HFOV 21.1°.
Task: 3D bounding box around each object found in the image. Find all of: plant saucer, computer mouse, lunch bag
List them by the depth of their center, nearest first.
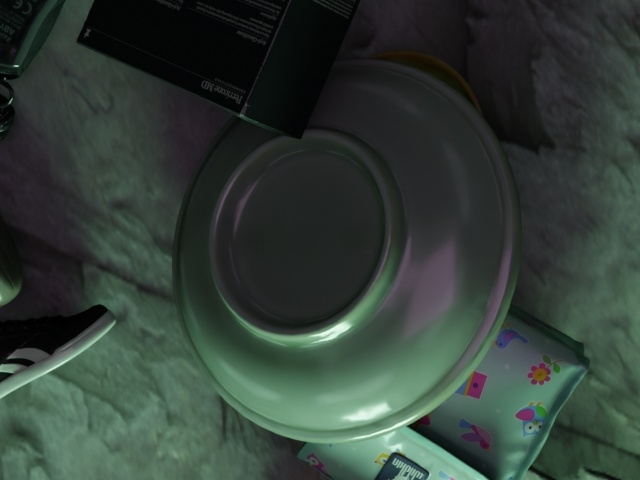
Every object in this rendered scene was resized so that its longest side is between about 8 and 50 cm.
[{"bbox_3d":[0.000,0.000,1.722,0.401,0.100,0.400,-7,76,28],"label":"plant saucer"},{"bbox_3d":[0.124,0.177,1.802,0.223,0.160,0.262,30,98,1],"label":"lunch bag"},{"bbox_3d":[-0.343,-0.259,1.818,0.188,0.072,0.272,36,104,-1],"label":"computer mouse"}]

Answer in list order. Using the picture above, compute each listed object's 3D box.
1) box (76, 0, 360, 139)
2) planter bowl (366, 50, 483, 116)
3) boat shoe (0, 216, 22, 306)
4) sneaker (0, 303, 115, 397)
[{"bbox_3d":[-0.102,-0.233,1.730,0.261,0.103,0.184,27,93,39],"label":"box"},{"bbox_3d":[0.091,-0.082,1.798,0.217,0.090,0.217,-7,76,29],"label":"planter bowl"},{"bbox_3d":[-0.460,-0.049,1.813,0.130,0.132,0.355,-44,84,13],"label":"boat shoe"},{"bbox_3d":[-0.338,0.097,1.834,0.217,0.079,0.121,-30,95,4],"label":"sneaker"}]
